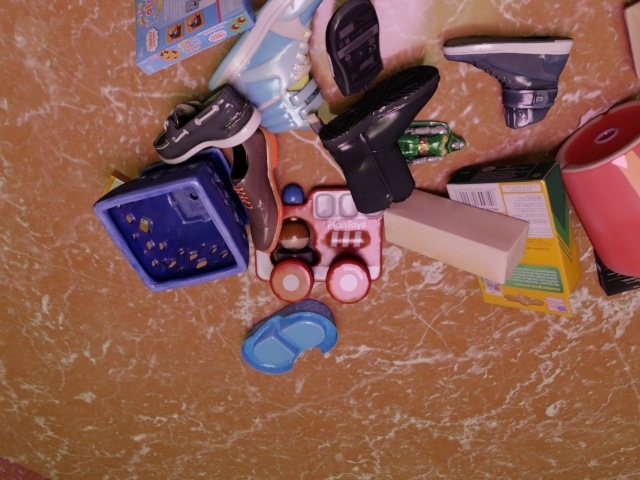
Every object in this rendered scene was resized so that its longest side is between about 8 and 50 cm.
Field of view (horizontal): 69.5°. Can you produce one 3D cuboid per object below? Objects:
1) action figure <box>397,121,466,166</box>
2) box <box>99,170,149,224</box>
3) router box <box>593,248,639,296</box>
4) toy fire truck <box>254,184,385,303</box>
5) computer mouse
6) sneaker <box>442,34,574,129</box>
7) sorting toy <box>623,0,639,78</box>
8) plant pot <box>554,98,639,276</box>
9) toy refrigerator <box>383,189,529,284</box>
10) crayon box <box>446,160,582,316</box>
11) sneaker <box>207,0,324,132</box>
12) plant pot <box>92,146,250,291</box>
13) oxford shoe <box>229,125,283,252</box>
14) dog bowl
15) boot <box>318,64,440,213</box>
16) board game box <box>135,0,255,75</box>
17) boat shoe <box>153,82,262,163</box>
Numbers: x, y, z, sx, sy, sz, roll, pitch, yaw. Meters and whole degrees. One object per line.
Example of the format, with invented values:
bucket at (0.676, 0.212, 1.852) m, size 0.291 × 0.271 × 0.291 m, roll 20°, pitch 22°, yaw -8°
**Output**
action figure at (0.181, -0.196, 0.949) m, size 0.232 × 0.063 × 0.137 m, roll -3°, pitch 122°, yaw 2°
box at (-0.438, -0.095, 1.085) m, size 0.136 × 0.028 × 0.081 m, roll 30°, pitch 122°, yaw -19°
router box at (0.751, 0.049, 1.083) m, size 0.178 × 0.046 × 0.133 m, roll -19°, pitch 122°, yaw 17°
toy fire truck at (0.000, 0.000, 1.057) m, size 0.302 × 0.169 × 0.254 m, roll 1°, pitch 99°, yaw 5°
computer mouse at (0.033, -0.291, 0.819) m, size 0.184 × 0.060 × 0.262 m, roll -40°, pitch 150°, yaw 0°
sneaker at (0.331, -0.289, 0.853) m, size 0.226 × 0.086 × 0.163 m, roll 2°, pitch 123°, yaw 1°
sorting toy at (0.595, -0.380, 0.792) m, size 0.132 × 0.046 × 0.274 m, roll -23°, pitch 121°, yaw 19°
plant pot at (0.601, -0.111, 0.870) m, size 0.275 × 0.275 × 0.243 m, roll -38°, pitch 104°, yaw 26°
toy refrigerator at (0.272, -0.014, 0.953) m, size 0.269 × 0.102 × 0.094 m, roll 23°, pitch 140°, yaw 34°
crayon box at (0.413, -0.002, 0.971) m, size 0.203 × 0.083 × 0.323 m, roll 5°, pitch 128°, yaw 48°
sneaker at (-0.038, -0.327, 0.835) m, size 0.208 × 0.127 × 0.319 m, roll 39°, pitch 129°, yaw -19°
plant pot at (-0.284, -0.058, 0.986) m, size 0.235 × 0.212 × 0.236 m, roll -13°, pitch 123°, yaw 14°
oxford shoe at (-0.145, -0.101, 0.966) m, size 0.096 × 0.098 × 0.271 m, roll 8°, pitch 108°, yaw 43°
dog bowl at (-0.086, 0.265, 1.283) m, size 0.297 × 0.074 × 0.166 m, roll -32°, pitch 117°, yaw 23°
boot at (0.138, -0.181, 0.874) m, size 0.246 × 0.094 × 0.207 m, roll -35°, pitch 130°, yaw 2°
board game box at (-0.219, -0.391, 0.785) m, size 0.211 × 0.160 × 0.039 m, roll -16°, pitch 156°, yaw 15°
boat shoe at (-0.239, -0.225, 0.878) m, size 0.302 × 0.114 × 0.091 m, roll -8°, pitch 141°, yaw 39°
